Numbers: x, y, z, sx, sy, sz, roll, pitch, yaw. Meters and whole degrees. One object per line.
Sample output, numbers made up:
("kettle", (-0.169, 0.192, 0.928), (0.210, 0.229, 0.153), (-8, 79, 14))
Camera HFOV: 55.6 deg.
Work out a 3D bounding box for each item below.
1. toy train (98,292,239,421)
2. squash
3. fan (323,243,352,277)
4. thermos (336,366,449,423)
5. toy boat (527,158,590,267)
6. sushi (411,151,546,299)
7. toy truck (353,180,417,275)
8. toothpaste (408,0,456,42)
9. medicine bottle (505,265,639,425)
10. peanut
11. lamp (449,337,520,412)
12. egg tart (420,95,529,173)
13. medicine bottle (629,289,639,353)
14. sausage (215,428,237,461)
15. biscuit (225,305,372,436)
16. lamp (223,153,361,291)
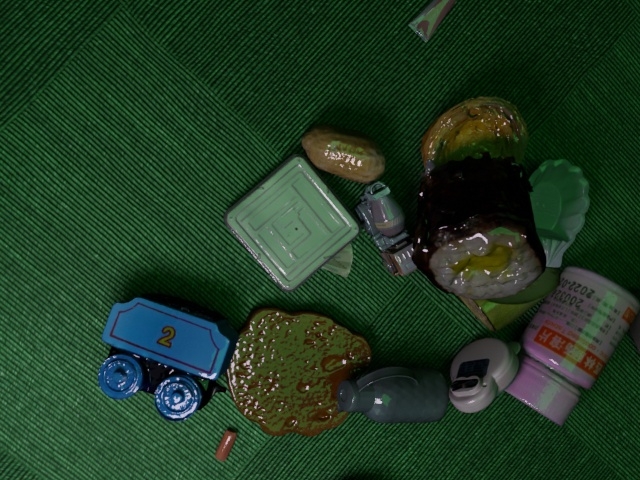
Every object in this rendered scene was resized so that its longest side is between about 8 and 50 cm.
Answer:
("toy train", (-0.357, 0.269, 1.447), (0.300, 0.188, 0.265), (19, 86, 2))
("squash", (0.498, 0.102, 1.603), (0.260, 0.189, 0.189), (-38, 99, -1))
("fan", (0.000, 0.000, 1.598), (0.240, 0.009, 0.131), (43, 83, -9))
("thermos", (0.185, 0.383, 1.532), (0.287, 0.145, 0.182), (8, 133, -31))
("toy boat", (0.619, -0.075, 1.658), (0.199, 0.100, 0.290), (10, 91, -10))
("sushi", (0.378, -0.032, 1.480), (0.300, 0.281, 0.294), (-4, 49, 16))
("toy truck", (0.182, -0.031, 1.561), (0.108, 0.140, 0.256), (-29, 98, -8))
("toothpaste", (0.319, -0.620, 1.605), (0.067, 0.043, 0.194), (40, 92, -12))
("medicine bottle", (0.656, 0.278, 1.624), (0.219, 0.219, 0.388), (35, 87, -10))
("peanut", (0.061, -0.225, 1.538), (0.224, 0.129, 0.129), (21, 89, -9))
("lamp", (0.420, 0.354, 1.567), (0.108, 0.179, 0.246), (54, 45, -12))
("egg tart", (0.403, -0.242, 1.595), (0.291, 0.107, 0.290), (0, 117, 0))
("medicine bottle", (0.983, 0.260, 1.602), (0.123, 0.375, 0.282), (-27, 98, -11))
("sausage", (-0.244, 0.529, 1.570), (0.034, 0.034, 0.083), (24, 90, -11))
("biscuit", (-0.053, 0.332, 1.575), (0.381, 0.074, 0.358), (-11, 96, -12))
("lamp", (-0.070, -0.044, 1.554), (0.266, 0.047, 0.269), (-41, 97, -5))
